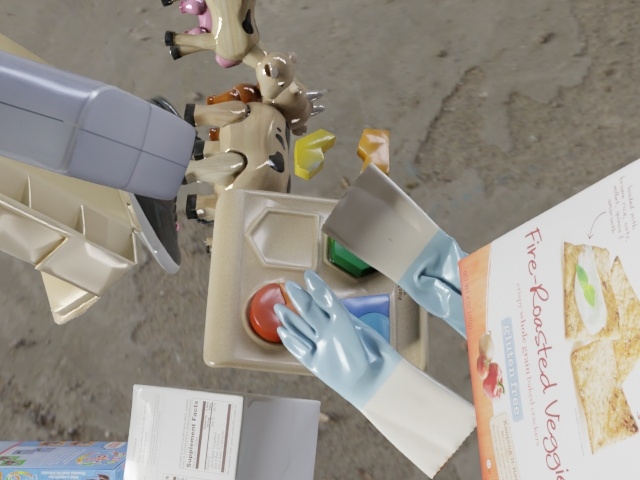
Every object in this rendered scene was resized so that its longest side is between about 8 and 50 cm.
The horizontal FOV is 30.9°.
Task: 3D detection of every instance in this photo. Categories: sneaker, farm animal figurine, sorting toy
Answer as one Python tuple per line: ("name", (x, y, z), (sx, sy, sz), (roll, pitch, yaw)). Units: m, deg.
("sneaker", (-0.218, -0.080, 1.646), (0.147, 0.104, 0.296), (-34, 135, -14))
("farm animal figurine", (-0.085, -0.162, 1.453), (0.172, 0.330, 0.327), (-2, 67, 8))
("sorting toy", (0.000, 0.000, 1.233), (0.229, 0.041, 0.307), (4, 59, -5))

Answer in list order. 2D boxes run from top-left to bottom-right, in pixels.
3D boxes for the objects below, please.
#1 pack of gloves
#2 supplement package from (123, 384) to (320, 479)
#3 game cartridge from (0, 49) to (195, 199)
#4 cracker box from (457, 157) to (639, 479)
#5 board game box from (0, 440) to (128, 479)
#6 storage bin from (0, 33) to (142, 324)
("pack of gloves", (0.081, 0.073, 1.094), (0.232, 0.046, 0.195), (40, 103, 15))
("supplement package", (-0.116, 0.303, 1.317), (0.145, 0.204, 0.262), (3, 82, 25))
("game cartridge", (-0.174, -0.074, 0.676), (0.196, 0.294, 0.060), (21, 91, 0))
("cracker box", (0.159, 0.054, 0.593), (0.067, 0.232, 0.156), (3, 72, -23))
("board game box", (-0.336, 0.282, 1.438), (0.211, 0.160, 0.039), (-2, 92, 6))
("storage bin", (-0.307, -0.081, 0.994), (0.123, 0.260, 0.262), (-40, 140, 16))
